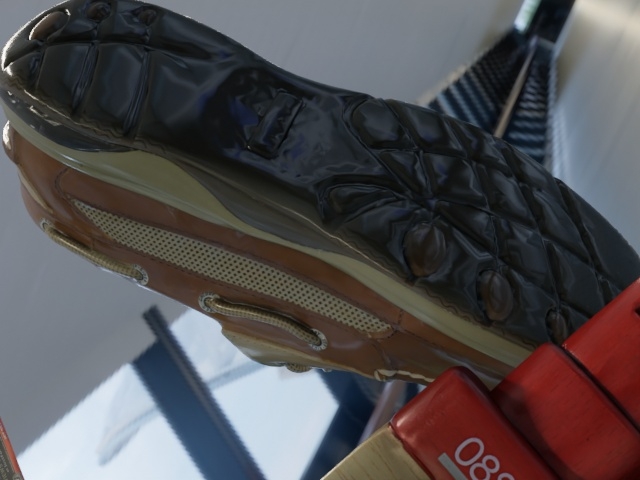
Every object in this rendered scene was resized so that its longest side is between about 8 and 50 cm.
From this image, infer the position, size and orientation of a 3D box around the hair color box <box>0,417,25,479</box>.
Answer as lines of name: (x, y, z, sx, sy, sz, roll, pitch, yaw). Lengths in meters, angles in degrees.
hair color box: (-0.235, 0.139, 0.548, 0.043, 0.141, 0.072, -51, -57, -79)

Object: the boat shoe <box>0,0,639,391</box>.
boat shoe: (0.000, 0.000, 0.482, 0.122, 0.324, 0.120, -58, -7, -46)

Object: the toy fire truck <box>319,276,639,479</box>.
toy fire truck: (0.147, 0.098, 0.343, 0.246, 0.217, 0.158, -43, -13, 4)
